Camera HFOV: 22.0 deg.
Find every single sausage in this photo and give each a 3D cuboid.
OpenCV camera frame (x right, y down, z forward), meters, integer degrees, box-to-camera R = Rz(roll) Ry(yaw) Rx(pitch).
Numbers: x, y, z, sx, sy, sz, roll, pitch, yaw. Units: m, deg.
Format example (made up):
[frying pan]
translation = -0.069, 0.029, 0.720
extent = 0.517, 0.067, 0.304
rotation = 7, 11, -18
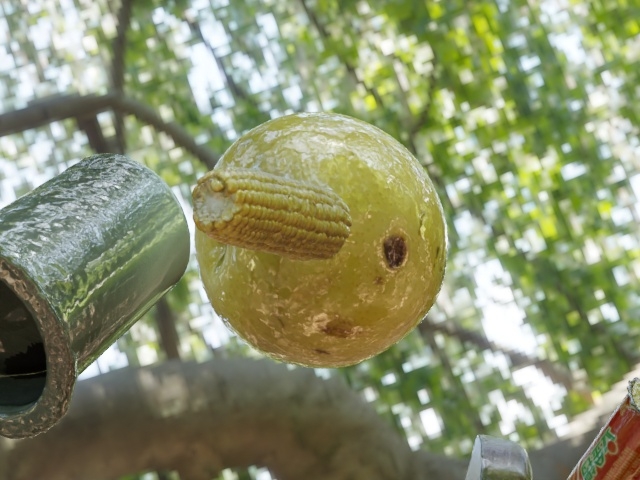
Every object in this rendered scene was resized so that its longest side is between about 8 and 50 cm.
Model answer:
[sausage]
translation = 0.300, 0.258, 1.735
extent = 0.083, 0.083, 0.264
rotation = -6, -44, -38

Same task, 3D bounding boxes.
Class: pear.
[pear]
translation = 0.000, 0.000, 2.136
extent = 0.348, 0.348, 0.348
rotation = -18, -17, -6

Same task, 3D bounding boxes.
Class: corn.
[corn]
translation = -0.042, -0.023, 1.563
extent = 0.080, 0.080, 0.238
rotation = -28, -17, 25

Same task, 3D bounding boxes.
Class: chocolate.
[chocolate]
translation = 0.225, 0.309, 2.059
extent = 0.080, 0.125, 0.148
rotation = 11, -33, 0

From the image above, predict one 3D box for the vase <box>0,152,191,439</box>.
[vase]
translation = -0.287, 0.034, 1.755
extent = 0.245, 0.245, 0.291
rotation = -34, 8, 39
